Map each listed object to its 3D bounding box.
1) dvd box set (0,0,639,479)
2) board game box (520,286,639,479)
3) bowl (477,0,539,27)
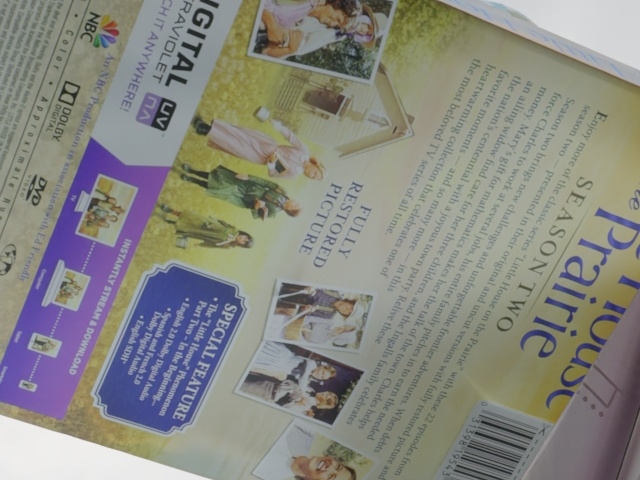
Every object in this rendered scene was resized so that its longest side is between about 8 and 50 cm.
[{"bbox_3d":[0.000,0.000,0.694,0.420,0.307,0.062,19,-157,-15],"label":"dvd box set"},{"bbox_3d":[0.157,0.073,0.308,0.208,0.056,0.346,40,-69,36],"label":"board game box"},{"bbox_3d":[0.022,-0.041,0.874,0.156,0.289,0.289,10,-146,-34],"label":"bowl"}]
